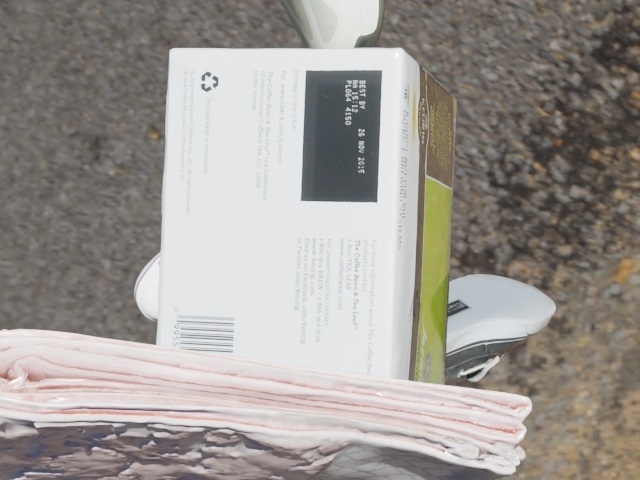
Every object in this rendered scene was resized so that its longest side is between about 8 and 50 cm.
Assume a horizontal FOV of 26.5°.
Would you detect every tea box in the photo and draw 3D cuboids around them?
[{"bbox_3d":[0.000,0.000,1.306,0.220,0.323,0.329,2,87,15],"label":"tea box"}]

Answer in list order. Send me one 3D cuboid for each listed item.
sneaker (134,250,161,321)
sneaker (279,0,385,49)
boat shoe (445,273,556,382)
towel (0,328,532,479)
[{"bbox_3d":[-0.098,0.039,1.638,0.282,0.161,0.102,-22,108,4],"label":"sneaker"},{"bbox_3d":[-0.120,-0.359,1.427,0.169,0.257,0.447,-8,110,58],"label":"sneaker"},{"bbox_3d":[0.172,0.125,1.674,0.113,0.306,0.105,35,123,30],"label":"boat shoe"},{"bbox_3d":[-0.084,0.136,0.807,0.332,0.317,0.053,131,145,-61],"label":"towel"}]
